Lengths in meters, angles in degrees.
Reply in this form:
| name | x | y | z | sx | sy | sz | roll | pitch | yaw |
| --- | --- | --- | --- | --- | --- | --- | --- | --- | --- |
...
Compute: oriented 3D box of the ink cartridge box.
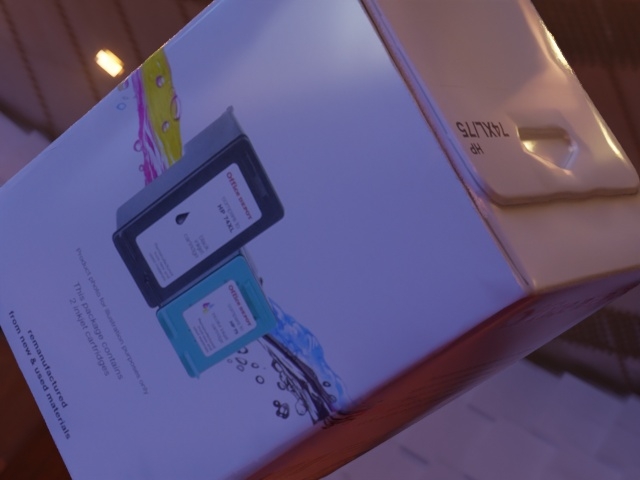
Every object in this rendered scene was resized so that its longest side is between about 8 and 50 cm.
| name | x | y | z | sx | sy | sz | roll | pitch | yaw |
| --- | --- | --- | --- | --- | --- | --- | --- | --- | --- |
| ink cartridge box | 0.000 | 0.000 | 0.728 | 0.270 | 0.198 | 0.197 | -35 | -105 | 29 |
